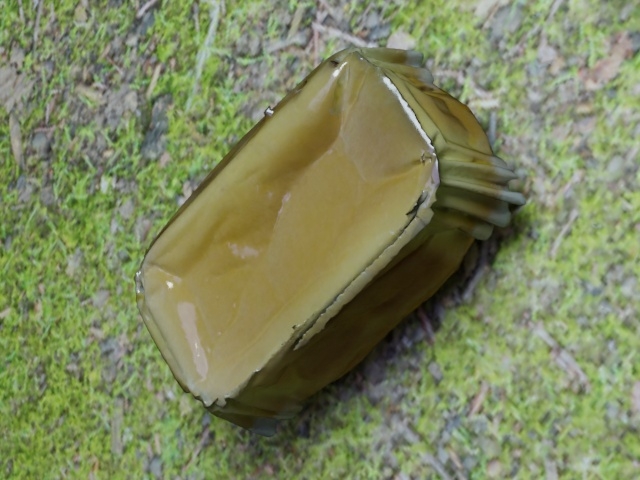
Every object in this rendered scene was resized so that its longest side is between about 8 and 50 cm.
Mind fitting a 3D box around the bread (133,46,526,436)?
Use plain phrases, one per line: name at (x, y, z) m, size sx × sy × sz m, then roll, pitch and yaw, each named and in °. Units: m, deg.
bread at (0.000, 0.000, 1.003) m, size 0.241 × 0.107 × 0.136 m, roll -46°, pitch 59°, yaw 25°
